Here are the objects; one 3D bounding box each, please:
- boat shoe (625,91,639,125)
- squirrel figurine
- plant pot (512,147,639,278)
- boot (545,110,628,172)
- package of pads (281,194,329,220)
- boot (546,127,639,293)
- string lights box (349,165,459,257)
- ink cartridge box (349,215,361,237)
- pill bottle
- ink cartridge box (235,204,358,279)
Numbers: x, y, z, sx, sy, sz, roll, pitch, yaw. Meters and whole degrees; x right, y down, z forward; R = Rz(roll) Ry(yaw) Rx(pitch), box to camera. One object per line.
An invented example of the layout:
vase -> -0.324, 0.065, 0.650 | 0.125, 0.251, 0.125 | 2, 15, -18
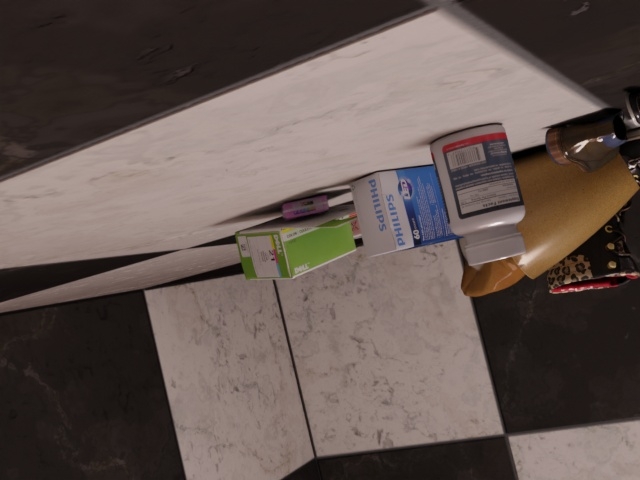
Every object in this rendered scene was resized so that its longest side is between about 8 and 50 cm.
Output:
boat shoe -> 0.449, -0.185, 1.087 | 0.038, 0.046, 0.125 | -16, 179, 35
squirrel figurine -> 0.563, -0.048, 2.038 | 0.371, 0.280, 0.397 | -19, -179, -22
plant pot -> 0.462, -0.090, 1.523 | 0.254, 0.237, 0.237 | -32, 170, 22
boot -> 0.463, -0.159, 1.283 | 0.106, 0.082, 0.219 | -13, 176, 44
package of pads -> -0.028, -0.058, 1.424 | 0.083, 0.031, 0.050 | -13, 180, -5
boot -> 0.602, -0.059, 1.611 | 0.378, 0.284, 0.138 | -15, 158, 33
string lights box -> 0.182, -0.059, 1.378 | 0.260, 0.133, 0.077 | -10, 176, -39
ink cartridge box -> 0.107, -0.044, 1.990 | 0.239, 0.060, 0.275 | -12, 177, -43
pill bottle -> 0.224, -0.061, 1.105 | 0.108, 0.180, 0.108 | -13, 177, -1
ink cartridge box -> 0.000, 0.000, 1.452 | 0.255, 0.096, 0.189 | -3, -167, 43
